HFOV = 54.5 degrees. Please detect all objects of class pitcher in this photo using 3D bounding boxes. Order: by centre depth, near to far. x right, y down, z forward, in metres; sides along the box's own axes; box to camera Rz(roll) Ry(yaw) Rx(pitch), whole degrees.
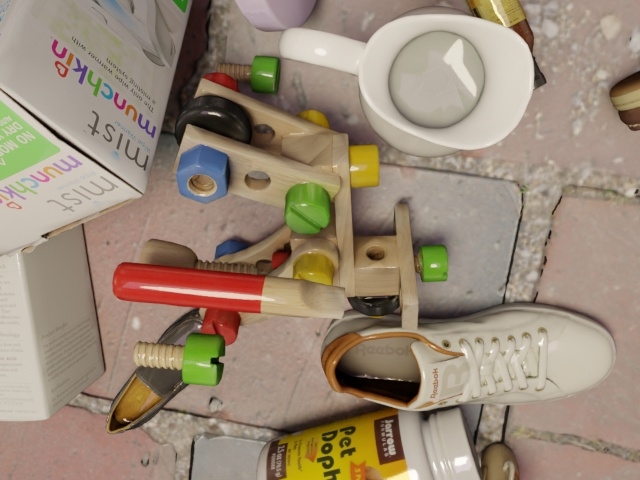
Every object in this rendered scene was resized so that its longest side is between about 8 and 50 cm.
[{"bbox_3d":[0.066,-0.135,0.504,0.177,0.207,0.126,18,105,4],"label":"pitcher"}]

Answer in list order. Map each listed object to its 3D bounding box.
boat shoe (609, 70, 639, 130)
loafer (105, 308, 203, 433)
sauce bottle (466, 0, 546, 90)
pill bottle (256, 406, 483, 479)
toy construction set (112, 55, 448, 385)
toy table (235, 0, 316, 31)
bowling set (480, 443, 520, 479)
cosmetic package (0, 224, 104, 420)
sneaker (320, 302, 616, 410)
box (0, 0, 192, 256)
[{"bbox_3d":[0.421,-0.121,0.506,0.341,0.123,0.123,-12,100,4],"label":"boat shoe"},{"bbox_3d":[-0.172,0.148,0.677,0.062,0.061,0.170,37,104,0],"label":"loafer"},{"bbox_3d":[0.166,-0.194,0.562,0.042,0.042,0.128,-25,96,13],"label":"sauce bottle"},{"bbox_3d":[0.051,0.239,0.637,0.214,0.117,0.117,-18,99,11],"label":"pill bottle"},{"bbox_3d":[0.000,0.000,0.511,0.237,0.309,0.258,5,111,2],"label":"toy construction set"},{"bbox_3d":[0.024,-0.308,0.471,0.160,0.252,0.274,5,113,24],"label":"toy table"},{"bbox_3d":[0.234,0.367,0.622,0.199,0.154,0.287,8,104,6],"label":"bowling set"},{"bbox_3d":[-0.304,0.057,0.647,0.085,0.117,0.231,-3,101,11],"label":"cosmetic package"},{"bbox_3d":[0.143,0.126,0.598,0.290,0.123,0.106,-2,100,7],"label":"sneaker"},{"bbox_3d":[-0.246,-0.114,0.483,0.261,0.231,0.127,-16,142,27],"label":"box"}]
